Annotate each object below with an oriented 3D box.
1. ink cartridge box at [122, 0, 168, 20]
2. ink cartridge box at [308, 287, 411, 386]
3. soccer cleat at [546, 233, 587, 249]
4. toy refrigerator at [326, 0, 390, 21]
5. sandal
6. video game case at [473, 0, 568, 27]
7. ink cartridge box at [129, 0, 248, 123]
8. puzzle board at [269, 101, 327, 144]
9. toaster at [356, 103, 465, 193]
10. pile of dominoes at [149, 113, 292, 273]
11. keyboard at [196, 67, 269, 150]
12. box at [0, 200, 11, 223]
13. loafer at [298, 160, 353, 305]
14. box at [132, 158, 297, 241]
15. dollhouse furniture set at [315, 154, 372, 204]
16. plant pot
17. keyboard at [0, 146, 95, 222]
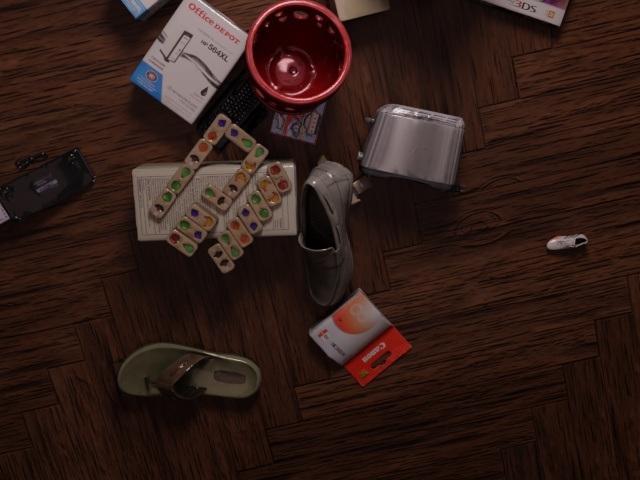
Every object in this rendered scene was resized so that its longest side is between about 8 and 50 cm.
[{"bbox_3d":[-0.311,-0.492,1.461,0.143,0.092,0.090,-36,102,7],"label":"ink cartridge box"},{"bbox_3d":[0.085,0.212,1.655,0.145,0.045,0.179,-40,98,7],"label":"ink cartridge box"},{"bbox_3d":[0.514,0.004,1.626,0.083,0.035,0.029,-10,103,0],"label":"soccer cleat"},{"bbox_3d":[0.044,-0.552,1.461,0.102,0.094,0.269,-16,103,-5],"label":"toy refrigerator"},{"bbox_3d":[-0.275,0.282,1.636,0.303,0.086,0.120,2,102,-2],"label":"sandal"},{"bbox_3d":[0.398,-0.552,1.496,0.210,0.042,0.232,17,101,-6],"label":"video game case"},{"bbox_3d":[-0.244,-0.349,1.498,0.148,0.086,0.203,35,100,-9],"label":"ink cartridge box"},{"bbox_3d":[-0.040,-0.265,1.561,0.096,0.011,0.128,15,102,-5],"label":"puzzle board"},{"bbox_3d":[0.190,-0.182,1.528,0.227,0.129,0.146,11,100,-3],"label":"toaster"},{"bbox_3d":[-0.184,-0.079,1.458,0.196,0.040,0.251,36,99,-8],"label":"pile of dominoes"},{"bbox_3d":[-0.153,-0.263,1.545,0.100,0.038,0.192,40,99,-10],"label":"keyboard"},{"bbox_3d":[-0.773,-0.099,1.515,0.231,0.127,0.262,-29,102,4],"label":"box"},{"bbox_3d":[0.000,0.000,1.534,0.112,0.111,0.319,20,126,32],"label":"loafer"},{"bbox_3d":[-0.201,-0.082,1.540,0.311,0.121,0.148,-1,102,-2],"label":"box"},{"bbox_3d":[0.054,-0.137,1.565,0.081,0.091,0.114,-35,99,-10],"label":"dollhouse furniture set"},{"bbox_3d":[-0.050,-0.331,1.452,0.191,0.174,0.191,0,90,-9],"label":"plant pot"},{"bbox_3d":[-0.551,-0.123,1.547,0.180,0.023,0.108,-31,109,-13],"label":"keyboard"}]
